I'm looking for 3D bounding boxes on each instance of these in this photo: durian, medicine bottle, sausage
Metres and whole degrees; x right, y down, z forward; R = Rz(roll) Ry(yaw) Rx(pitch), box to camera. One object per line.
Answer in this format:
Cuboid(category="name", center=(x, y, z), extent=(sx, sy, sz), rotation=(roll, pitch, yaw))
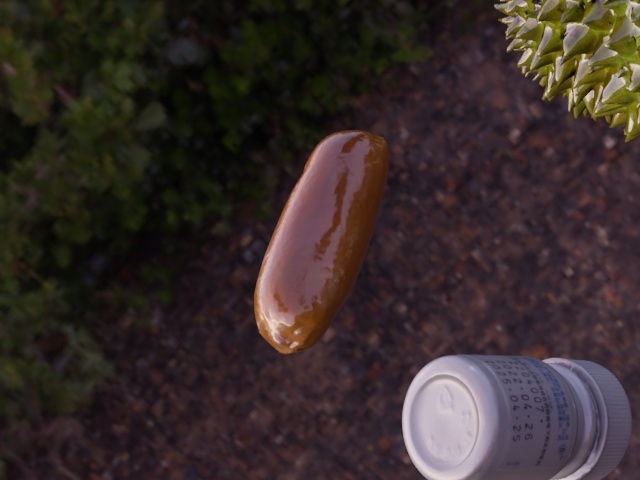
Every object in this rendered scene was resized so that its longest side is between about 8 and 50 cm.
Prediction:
Cuboid(category="durian", center=(0.143, -0.106, 0.666), extent=(0.198, 0.159, 0.146), rotation=(-170, 94, -76))
Cuboid(category="medicine bottle", center=(0.154, 0.142, 1.275), extent=(0.105, 0.168, 0.105), rotation=(-8, 80, 48))
Cuboid(category="sausage", center=(0.000, 0.000, 1.531), extent=(0.098, 0.098, 0.238), rotation=(-4, 55, 39))
